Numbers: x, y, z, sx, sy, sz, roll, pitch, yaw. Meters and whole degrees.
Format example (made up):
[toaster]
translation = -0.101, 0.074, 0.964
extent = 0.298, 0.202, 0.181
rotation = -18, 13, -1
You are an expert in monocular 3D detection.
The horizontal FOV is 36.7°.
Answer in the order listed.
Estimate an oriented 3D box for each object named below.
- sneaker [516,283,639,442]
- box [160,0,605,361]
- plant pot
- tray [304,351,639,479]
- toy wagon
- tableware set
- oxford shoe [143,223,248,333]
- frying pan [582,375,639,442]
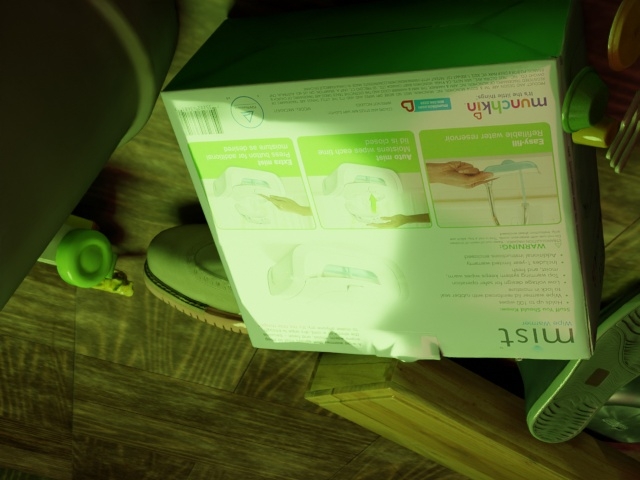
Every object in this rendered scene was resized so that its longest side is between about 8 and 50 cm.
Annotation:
[sneaker]
translation = 0.278, 0.097, 1.004
extent = 0.083, 0.118, 0.222
rotation = 25, 120, -23
[box]
translation = 0.056, -0.039, 0.679
extent = 0.262, 0.127, 0.231
rotation = -2, 126, 23
[plant pot]
translation = -0.291, -0.078, 0.665
extent = 0.323, 0.280, 0.323
rotation = 10, 153, 5
[tray]
translation = 0.202, 0.252, 1.257
extent = 0.411, 0.076, 0.203
rotation = 29, 156, -22
[toy wagon]
translation = -0.327, -0.008, 0.972
extent = 0.267, 0.068, 0.344
rotation = 9, 173, 38
[tableware set]
translation = 0.182, -0.120, 0.551
extent = 0.024, 0.154, 0.104
rotation = 26, 178, 34
[oxford shoe]
translation = 0.000, 0.000, 0.903
extent = 0.397, 0.140, 0.146
rotation = 2, 123, 23
[frying pan]
translation = 0.314, 0.213, 1.236
extent = 0.326, 0.053, 0.197
rotation = -5, 147, 23
